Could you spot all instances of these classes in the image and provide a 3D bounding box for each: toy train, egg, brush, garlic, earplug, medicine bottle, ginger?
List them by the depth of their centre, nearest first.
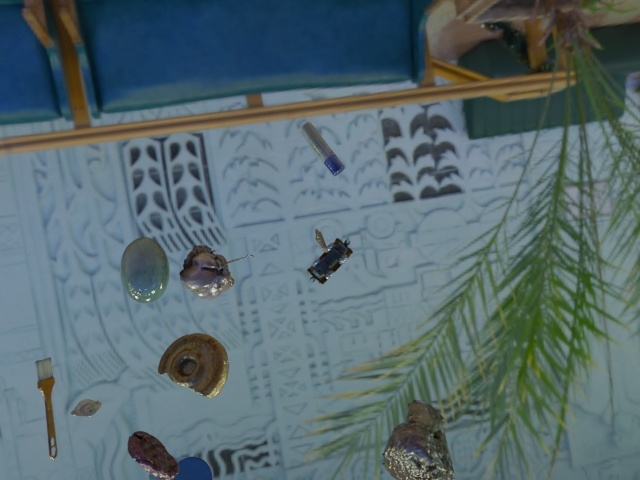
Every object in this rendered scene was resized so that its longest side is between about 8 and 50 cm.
[{"bbox_3d":[-0.450,0.732,1.991,0.132,0.133,0.273,-10,173,-35],"label":"earplug"},{"bbox_3d":[-0.847,0.526,2.007,0.017,0.315,0.090,-7,177,8],"label":"brush"},{"bbox_3d":[-0.614,0.103,2.253,0.169,0.237,0.169,-8,157,-3],"label":"egg"},{"bbox_3d":[-0.376,0.082,2.305,0.256,0.207,0.207,-41,178,6],"label":"garlic"},{"bbox_3d":[-0.001,-0.001,2.343,0.030,0.097,0.048,-24,-163,8],"label":"ginger"},{"bbox_3d":[0.005,-0.355,2.495,0.059,0.231,0.059,-36,171,-7],"label":"medicine bottle"},{"bbox_3d":[0.039,0.084,2.497,0.219,0.089,0.127,-47,168,-5],"label":"toy train"}]

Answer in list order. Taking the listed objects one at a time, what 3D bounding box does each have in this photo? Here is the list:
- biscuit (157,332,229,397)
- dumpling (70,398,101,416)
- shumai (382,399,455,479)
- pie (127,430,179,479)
[{"bbox_3d":[-0.457,0.441,2.353,0.274,0.213,0.091,12,159,27],"label":"biscuit"},{"bbox_3d":[-0.675,0.485,1.861,0.057,0.052,0.076,-11,156,39],"label":"dumpling"},{"bbox_3d":[0.360,0.669,2.128,0.216,0.346,0.283,0,-140,39],"label":"shumai"},{"bbox_3d":[-0.407,0.525,1.564,0.038,0.153,0.153,-45,-176,-2],"label":"pie"}]
